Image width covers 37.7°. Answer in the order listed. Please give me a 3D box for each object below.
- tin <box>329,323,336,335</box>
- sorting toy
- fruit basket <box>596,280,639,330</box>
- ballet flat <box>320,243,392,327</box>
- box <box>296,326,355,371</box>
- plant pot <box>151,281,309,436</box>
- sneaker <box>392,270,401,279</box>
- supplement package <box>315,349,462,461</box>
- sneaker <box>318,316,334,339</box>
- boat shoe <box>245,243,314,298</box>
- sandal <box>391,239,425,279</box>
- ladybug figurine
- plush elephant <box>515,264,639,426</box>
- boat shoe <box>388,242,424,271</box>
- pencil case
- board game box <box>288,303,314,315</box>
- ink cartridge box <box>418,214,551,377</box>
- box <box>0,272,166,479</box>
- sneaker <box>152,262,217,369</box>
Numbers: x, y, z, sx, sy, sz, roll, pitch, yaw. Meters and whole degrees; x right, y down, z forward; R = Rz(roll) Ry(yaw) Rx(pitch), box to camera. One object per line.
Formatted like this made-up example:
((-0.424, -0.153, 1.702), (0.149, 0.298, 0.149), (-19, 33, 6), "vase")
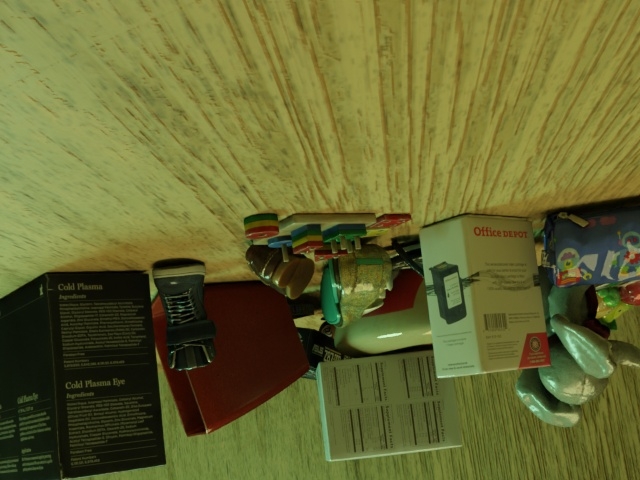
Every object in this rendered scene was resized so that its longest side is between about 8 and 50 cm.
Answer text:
((0.078, 0.186, 2.181), (0.040, 0.106, 0.190), (-14, 163, 29), "tin")
((0.000, 0.000, 1.330), (0.275, 0.046, 0.132), (-2, 168, -31), "sorting toy")
((0.706, 0.132, 2.222), (0.353, 0.165, 0.327), (-19, 165, 33), "fruit basket")
((0.063, 0.079, 1.603), (0.123, 0.123, 0.348), (-7, 167, -4), "ballet flat")
((-0.105, 0.263, 2.208), (0.318, 0.097, 0.395), (3, 167, 21), "box")
((-0.175, 0.213, 1.819), (0.236, 0.267, 0.267), (-17, 173, -20), "plant pot")
((0.099, 0.079, 1.785), (0.065, 0.061, 0.158), (-8, 172, -32), "sneaker")
((0.133, 0.339, 1.921), (0.263, 0.197, 0.199), (-6, 168, -3), "supplement package")
((0.064, 0.230, 2.373), (0.180, 0.124, 0.321), (-13, 168, 23), "sneaker")
((-0.062, 0.040, 1.466), (0.073, 0.073, 0.207), (28, 173, 14), "boat shoe")
((0.190, 0.053, 1.535), (0.040, 0.179, 0.067), (-50, -177, 4), "sandal")
((0.197, 0.142, 1.899), (0.305, 0.161, 0.449), (2, 166, -39), "ladybug figurine")
((0.438, 0.164, 1.620), (0.330, 0.255, 0.272), (-20, 156, -23), "plush elephant")
((0.220, 0.036, 1.594), (0.233, 0.079, 0.084), (-6, 170, 1), "boat shoe")
((0.496, -0.005, 1.470), (0.306, 0.133, 0.119), (-9, -146, 10), "pencil case")
((-0.106, 0.179, 2.241), (0.154, 0.026, 0.103), (-17, 166, 39), "board game box")
((0.257, 0.087, 1.460), (0.172, 0.237, 0.100), (2, 168, -42), "ink cartridge box")
((-0.420, 0.237, 1.562), (0.179, 0.312, 0.343), (0, 168, -36), "box")
((-0.220, 0.126, 1.530), (0.086, 0.163, 0.226), (-6, 168, -1), "sneaker")
